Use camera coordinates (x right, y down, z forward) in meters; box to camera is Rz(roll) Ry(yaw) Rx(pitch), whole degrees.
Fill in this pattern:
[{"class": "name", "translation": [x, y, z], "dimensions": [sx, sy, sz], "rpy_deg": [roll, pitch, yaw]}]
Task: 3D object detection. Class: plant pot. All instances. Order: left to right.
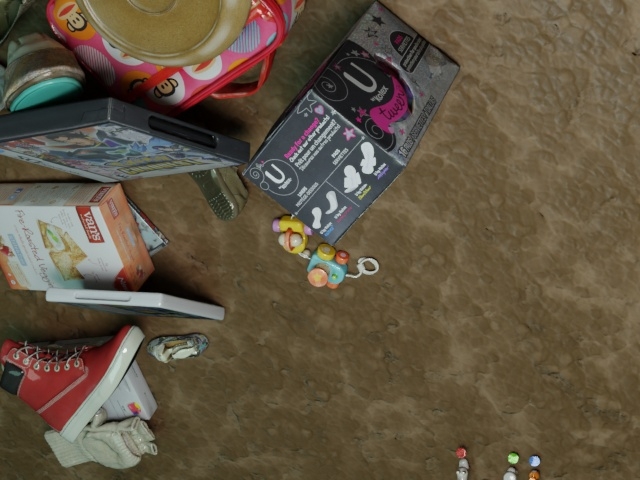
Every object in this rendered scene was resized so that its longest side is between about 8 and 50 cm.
[{"class": "plant pot", "translation": [-0.196, -0.302, 1.642], "dimensions": [0.236, 0.032, 0.236], "rpy_deg": [11, 127, 14]}]

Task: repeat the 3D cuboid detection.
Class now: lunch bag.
[{"class": "lunch bag", "translation": [-0.170, -0.279, 1.751], "dimensions": [0.293, 0.120, 0.258], "rpy_deg": [-28, 113, 37]}]

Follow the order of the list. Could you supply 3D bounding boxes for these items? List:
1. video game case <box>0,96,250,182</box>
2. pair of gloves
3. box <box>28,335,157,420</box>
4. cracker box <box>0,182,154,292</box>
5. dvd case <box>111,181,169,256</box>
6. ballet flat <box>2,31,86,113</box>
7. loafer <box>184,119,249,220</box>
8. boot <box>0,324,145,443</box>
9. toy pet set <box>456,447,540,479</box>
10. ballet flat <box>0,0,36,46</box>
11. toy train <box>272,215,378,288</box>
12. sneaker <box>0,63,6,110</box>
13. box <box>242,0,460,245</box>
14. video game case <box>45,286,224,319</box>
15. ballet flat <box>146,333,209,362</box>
[{"class": "video game case", "translation": [-0.273, -0.124, 1.802], "dimensions": [0.275, 0.248, 0.035], "rpy_deg": [-4, 78, 38]}, {"class": "pair of gloves", "translation": [-0.376, 0.268, 2.213], "dimensions": [0.204, 0.042, 0.240], "rpy_deg": [-7, 120, 26]}, {"class": "box", "translation": [-0.368, 0.222, 2.230], "dimensions": [0.186, 0.038, 0.145], "rpy_deg": [-7, 120, 28]}, {"class": "cracker box", "translation": [-0.372, -0.003, 2.040], "dimensions": [0.232, 0.067, 0.155], "rpy_deg": [0, 126, 28]}, {"class": "dvd case", "translation": [-0.286, -0.021, 2.041], "dimensions": [0.087, 0.013, 0.119], "rpy_deg": [-31, 108, 36]}, {"class": "ballet flat", "translation": [-0.361, -0.204, 1.807], "dimensions": [0.316, 0.108, 0.106], "rpy_deg": [136, 117, -75]}, {"class": "loafer", "translation": [-0.146, -0.098, 1.906], "dimensions": [0.056, 0.050, 0.148], "rpy_deg": [-20, 98, 40]}, {"class": "boot", "translation": [-0.380, 0.177, 2.096], "dimensions": [0.176, 0.088, 0.244], "rpy_deg": [39, 122, -4]}, {"class": "toy pet set", "translation": [0.259, 0.361, 2.059], "dimensions": [0.122, 0.065, 0.114], "rpy_deg": [6, 90, 16]}, {"class": "ballet flat", "translation": [-0.429, -0.301, 1.853], "dimensions": [0.084, 0.058, 0.250], "rpy_deg": [34, 143, -24]}, {"class": "toy train", "translation": [0.000, 0.000, 1.911], "dimensions": [0.125, 0.046, 0.166], "rpy_deg": [-21, 112, 33]}, {"class": "sneaker", "translation": [-0.514, -0.149, 1.982], "dimensions": [0.090, 0.115, 0.232], "rpy_deg": [29, 129, 2]}, {"class": "box", "translation": [0.040, -0.145, 1.662], "dimensions": [0.142, 0.247, 0.163], "rpy_deg": [37, 129, -6]}, {"class": "video game case", "translation": [-0.261, 0.090, 2.011], "dimensions": [0.183, 0.201, 0.023], "rpy_deg": [2, 82, 22]}, {"class": "ballet flat", "translation": [-0.223, 0.165, 2.127], "dimensions": [0.114, 0.041, 0.041], "rpy_deg": [-12, 117, 30]}]
